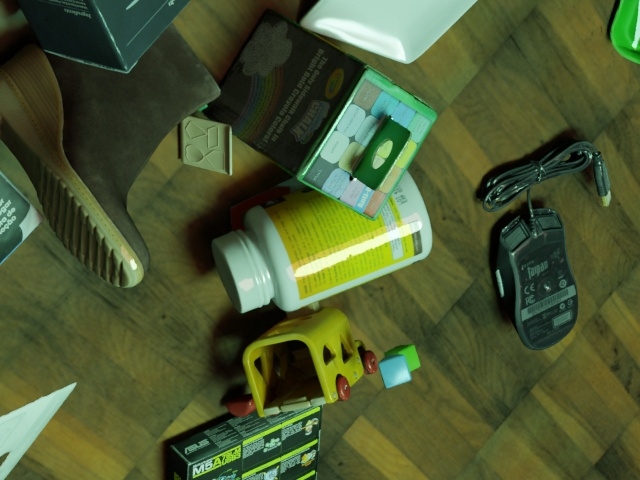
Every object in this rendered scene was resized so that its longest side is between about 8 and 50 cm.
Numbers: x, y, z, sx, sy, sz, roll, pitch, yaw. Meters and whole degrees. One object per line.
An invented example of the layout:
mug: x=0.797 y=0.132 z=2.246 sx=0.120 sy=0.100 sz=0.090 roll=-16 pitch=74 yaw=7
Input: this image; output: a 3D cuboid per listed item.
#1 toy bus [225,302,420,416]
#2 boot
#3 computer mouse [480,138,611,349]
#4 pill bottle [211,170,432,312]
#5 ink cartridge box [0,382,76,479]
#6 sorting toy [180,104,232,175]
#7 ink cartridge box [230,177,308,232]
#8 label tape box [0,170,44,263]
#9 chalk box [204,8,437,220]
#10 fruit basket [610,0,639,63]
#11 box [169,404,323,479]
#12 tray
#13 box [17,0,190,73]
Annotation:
toy bus: x=-0.009 y=0.121 z=2.035 sx=0.191 sy=0.202 sz=0.104 roll=-20 pitch=98 yaw=-24
boot: x=-0.169 y=-0.096 z=1.657 sx=0.207 sy=0.248 sz=0.090 roll=-29 pitch=164 yaw=-28
computer mouse: x=0.285 y=-0.004 z=2.265 sx=0.184 sy=0.060 sz=0.262 roll=-30 pitch=122 yaw=-19
pill bottle: x=0.000 y=0.000 z=1.920 sx=0.215 sy=0.117 sz=0.117 roll=-21 pitch=131 yaw=-12
ink cartridge box: x=-0.441 y=0.241 z=1.677 sx=0.385 sy=0.091 sz=0.308 roll=-20 pitch=156 yaw=-53
sorting toy: x=-0.113 y=-0.109 z=1.827 sx=0.012 sy=0.062 sz=0.083 roll=-45 pitch=144 yaw=-49
ink cartridge box: x=-0.011 y=-0.005 z=2.001 sx=0.179 sy=0.045 sz=0.145 roll=-27 pitch=132 yaw=-31
label tape box: x=-0.430 y=-0.043 z=1.538 sx=0.249 sy=0.115 sz=0.347 roll=-47 pitch=140 yaw=-8
chalk box: x=0.015 y=-0.116 z=1.822 sx=0.132 sy=0.213 sz=0.132 roll=28 pitch=96 yaw=-48
fruit basket: x=0.458 y=-0.343 z=2.063 sx=0.392 sy=0.283 sz=0.392 roll=-43 pitch=148 yaw=-35
box: x=-0.087 y=0.279 z=2.114 sx=0.191 sy=0.045 sz=0.184 roll=-22 pitch=131 yaw=-31
tray: x=0.106 y=-0.280 z=1.824 sx=0.145 sy=0.030 sz=0.270 roll=15 pitch=142 yaw=-30
box: x=-0.196 y=-0.273 z=1.576 sx=0.153 sy=0.108 sz=0.207 roll=-52 pitch=142 yaw=-28
